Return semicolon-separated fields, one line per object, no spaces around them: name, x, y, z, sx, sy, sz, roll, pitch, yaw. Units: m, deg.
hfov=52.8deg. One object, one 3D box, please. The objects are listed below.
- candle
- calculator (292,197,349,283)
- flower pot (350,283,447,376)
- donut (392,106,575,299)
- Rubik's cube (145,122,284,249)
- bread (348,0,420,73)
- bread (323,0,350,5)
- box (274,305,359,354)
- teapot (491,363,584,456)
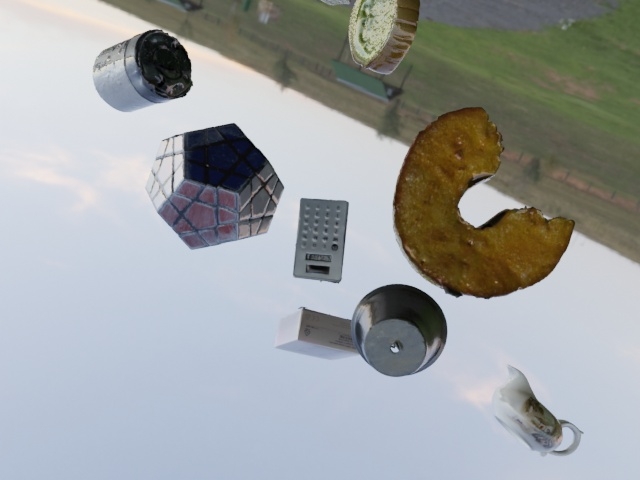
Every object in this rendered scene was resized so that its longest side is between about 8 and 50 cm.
candle;-0.498;-0.436;1.712;0.330;0.187;0.187;-4;178;39
calculator;0.000;0.000;2.011;0.161;0.261;0.021;4;179;10
flower pot;0.180;0.230;1.514;0.236;0.235;0.148;23;-167;6
donut;0.335;-0.063;1.508;0.434;0.378;0.163;60;170;6
Rubik's cube;-0.246;-0.126;1.512;0.319;0.264;0.318;6;-117;-13
bread;0.148;-0.523;1.551;0.070;0.236;0.236;2;-156;-28
bread;0.046;-0.761;1.818;0.103;0.172;0.132;9;-170;22
box;-0.003;0.279;1.902;0.203;0.106;0.252;14;163;-16
teapot;0.562;0.469;1.713;0.298;0.139;0.204;46;172;-11
